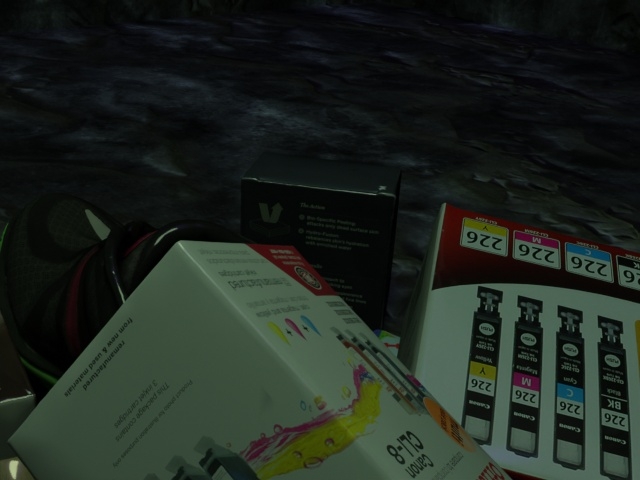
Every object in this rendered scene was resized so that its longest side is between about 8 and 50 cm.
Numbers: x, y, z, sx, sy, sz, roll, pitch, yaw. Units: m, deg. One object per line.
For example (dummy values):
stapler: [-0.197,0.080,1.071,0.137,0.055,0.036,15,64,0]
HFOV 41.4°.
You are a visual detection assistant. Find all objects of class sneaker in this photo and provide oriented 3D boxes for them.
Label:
sneaker: [-0.117,0.063,0.659,0.185,0.202,0.483,4,22,-39]

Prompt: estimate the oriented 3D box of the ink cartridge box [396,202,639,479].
ink cartridge box: [0.195,0.141,0.513,0.310,0.130,0.271,14,43,3]

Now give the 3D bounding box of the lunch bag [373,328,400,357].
lunch bag: [0.072,0.155,0.651,0.129,0.096,0.151,17,42,18]

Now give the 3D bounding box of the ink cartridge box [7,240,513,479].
ink cartridge box: [-0.018,0.105,0.386,0.176,0.127,0.128,46,13,15]

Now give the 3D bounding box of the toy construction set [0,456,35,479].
toy construction set: [-0.213,0.218,0.359,0.309,0.257,0.237,-3,51,-23]

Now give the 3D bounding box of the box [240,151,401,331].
box: [0.000,0.000,0.896,0.156,0.158,0.093,8,24,8]

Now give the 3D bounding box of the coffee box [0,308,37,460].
coffee box: [-0.354,0.144,0.574,0.297,0.118,0.168,-10,26,-26]
